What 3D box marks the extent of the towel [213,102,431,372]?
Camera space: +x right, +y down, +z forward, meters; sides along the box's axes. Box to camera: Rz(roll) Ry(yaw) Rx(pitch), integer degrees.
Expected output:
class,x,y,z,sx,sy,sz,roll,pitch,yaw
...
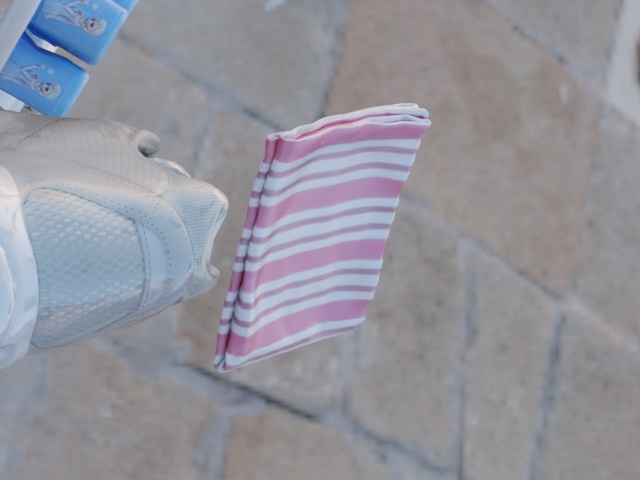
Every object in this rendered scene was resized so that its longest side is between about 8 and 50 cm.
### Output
class,x,y,z,sx,sy,sz,roll,pitch,yaw
towel,0.000,0.000,1.332,0.144,0.029,0.197,-16,131,-43

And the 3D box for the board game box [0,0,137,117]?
class,x,y,z,sx,sy,sz,roll,pitch,yaw
board game box,-0.172,-0.077,1.094,0.050,0.390,0.390,30,33,-9

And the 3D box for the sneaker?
class,x,y,z,sx,sy,sz,roll,pitch,yaw
sneaker,-0.116,-0.010,0.735,0.121,0.262,0.099,-7,108,-22
